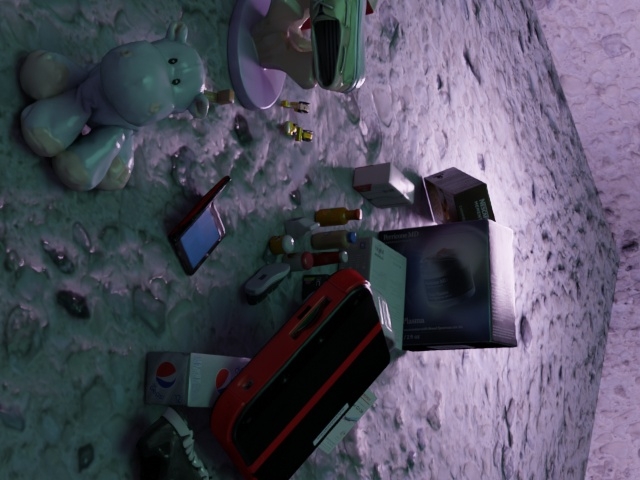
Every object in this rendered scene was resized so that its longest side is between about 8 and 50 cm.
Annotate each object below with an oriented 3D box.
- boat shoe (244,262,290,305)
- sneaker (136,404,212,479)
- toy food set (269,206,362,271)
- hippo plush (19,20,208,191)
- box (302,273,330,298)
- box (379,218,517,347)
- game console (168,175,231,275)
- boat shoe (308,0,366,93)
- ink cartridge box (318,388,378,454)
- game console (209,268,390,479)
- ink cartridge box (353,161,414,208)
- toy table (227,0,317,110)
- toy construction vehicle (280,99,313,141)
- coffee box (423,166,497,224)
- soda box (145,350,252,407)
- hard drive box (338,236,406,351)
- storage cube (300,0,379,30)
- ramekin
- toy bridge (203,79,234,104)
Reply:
[{"bbox_3d":[-0.107,0.084,1.867,0.142,0.049,0.040,-36,134,-53],"label":"boat shoe"},{"bbox_3d":[-0.247,0.380,1.556,0.106,0.078,0.234,-35,134,-27],"label":"sneaker"},{"bbox_3d":[0.000,0.000,1.993,0.232,0.104,0.111,-26,107,-57],"label":"toy food set"},{"bbox_3d":[-0.282,-0.200,1.438,0.294,0.236,0.234,-23,104,-58],"label":"hippo plush"},{"bbox_3d":[0.008,0.105,2.029,0.083,0.062,0.052,22,68,-55],"label":"box"},{"bbox_3d":[0.307,0.115,2.296,0.183,0.296,0.294,18,68,-56],"label":"box"},{"bbox_3d":[-0.200,-0.027,1.695,0.085,0.124,0.144,44,42,-10],"label":"game console"},{"bbox_3d":[0.029,-0.435,1.813,0.094,0.109,0.302,-18,102,-57],"label":"boat shoe"},{"bbox_3d":[0.037,0.329,1.938,0.198,0.067,0.115,-49,135,-6],"label":"ink cartridge box"},{"bbox_3d":[-0.024,0.264,1.724,0.386,0.060,0.342,-46,148,-20],"label":"game console"},{"bbox_3d":[0.154,-0.131,2.275,0.135,0.099,0.056,35,54,-52],"label":"ink cartridge box"},{"bbox_3d":[-0.069,-0.404,1.901,0.252,0.161,0.274,17,69,-57],"label":"toy table"},{"bbox_3d":[-0.054,-0.257,2.025,0.098,0.035,0.086,-1,96,-56],"label":"toy construction vehicle"},{"bbox_3d":[0.369,-0.096,2.497,0.246,0.098,0.141,-129,-160,-70],"label":"coffee box"},{"bbox_3d":[-0.178,0.250,1.663,0.286,0.098,0.091,17,73,-56],"label":"soda box"},{"bbox_3d":[0.118,0.129,2.180,0.181,0.089,0.232,31,59,-53],"label":"hard drive box"},{"bbox_3d":[0.021,-0.602,2.050,0.183,0.193,0.215,55,42,-38],"label":"storage cube"},{"bbox_3d":[0.052,0.172,1.964,0.207,0.207,0.109,34,48,-52],"label":"ramekin"},{"bbox_3d":[-0.235,-0.278,1.696,0.188,0.063,0.026,13,73,-59],"label":"toy bridge"}]
